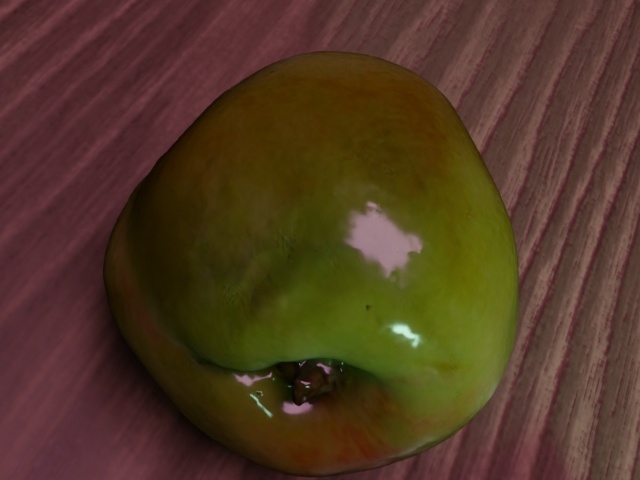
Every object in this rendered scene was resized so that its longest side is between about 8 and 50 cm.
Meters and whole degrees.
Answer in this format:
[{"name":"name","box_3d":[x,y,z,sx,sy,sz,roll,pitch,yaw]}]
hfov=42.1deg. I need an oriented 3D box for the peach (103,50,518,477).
[{"name":"peach","box_3d":[0.004,0.007,0.647,0.314,0.281,0.315,29,46,-4]}]
